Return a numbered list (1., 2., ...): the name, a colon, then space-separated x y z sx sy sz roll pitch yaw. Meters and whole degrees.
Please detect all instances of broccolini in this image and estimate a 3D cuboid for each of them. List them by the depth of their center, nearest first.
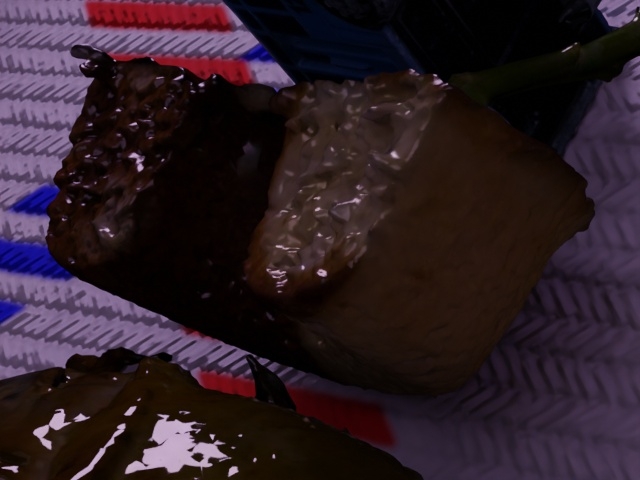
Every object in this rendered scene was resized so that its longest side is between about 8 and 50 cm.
1. broccolini: 0.120 -0.075 0.671 0.194 0.052 0.054 -31 65 -16

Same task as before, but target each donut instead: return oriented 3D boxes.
1. donut: 0.001 -0.001 0.661 0.217 0.141 0.085 6 70 58

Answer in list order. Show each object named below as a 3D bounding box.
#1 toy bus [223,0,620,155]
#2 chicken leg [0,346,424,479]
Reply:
1. toy bus: 0.020 -0.100 0.690 0.106 0.185 0.090 16 67 44
2. chicken leg: -0.031 0.125 0.582 0.361 0.140 0.211 9 54 43
